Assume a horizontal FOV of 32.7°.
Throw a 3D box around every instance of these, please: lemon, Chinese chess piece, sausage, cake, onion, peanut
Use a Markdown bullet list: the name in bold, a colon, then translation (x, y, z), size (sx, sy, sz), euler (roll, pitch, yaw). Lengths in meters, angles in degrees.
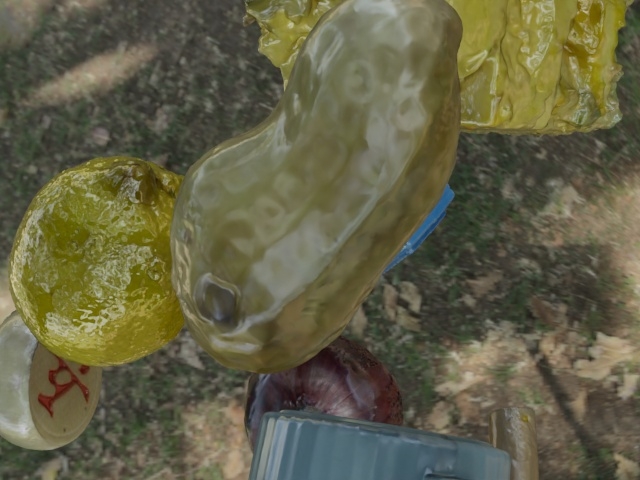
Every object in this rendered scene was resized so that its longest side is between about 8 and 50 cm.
- **lemon**: translation (-0.265, 0.024, 1.385), size (0.245, 0.245, 0.319), euler (48, 133, 23)
- **Chinese chess piece**: translation (-0.474, 0.232, 1.869), size (0.103, 0.250, 0.249), euler (1, 84, 20)
- **sausage**: translation (0.224, 0.342, 1.280), size (0.066, 0.066, 0.301), euler (-9, 61, 26)
- **cake**: translation (0.089, -0.193, 0.833), size (0.227, 0.286, 0.222), euler (6, 95, 44)
- **onion**: translation (0.006, 0.266, 1.647), size (0.252, 0.219, 0.252), euler (-2, 81, 11)
- **peanut**: translation (-0.005, -0.029, 0.576), size (0.120, 0.110, 0.236), euler (38, 119, 14)

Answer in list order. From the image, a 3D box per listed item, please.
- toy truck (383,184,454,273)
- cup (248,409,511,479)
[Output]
- **toy truck**: translation (0.000, 0.000, 1.453), size (0.162, 0.161, 0.385), euler (47, 139, -3)
- **cup**: translation (0.037, 0.320, 0.977), size (0.257, 0.331, 0.311), euler (9, 79, 2)
